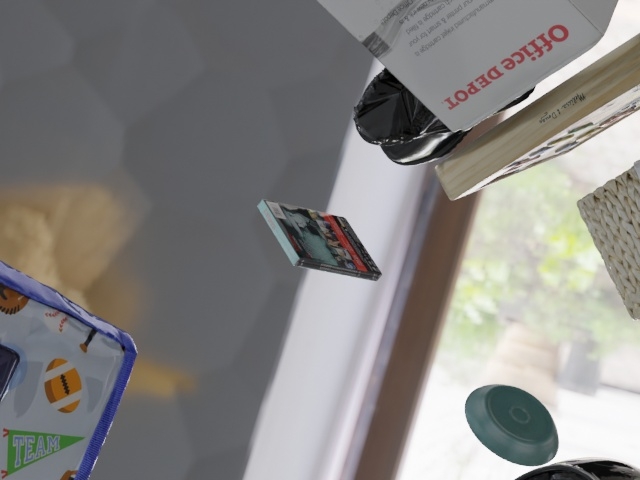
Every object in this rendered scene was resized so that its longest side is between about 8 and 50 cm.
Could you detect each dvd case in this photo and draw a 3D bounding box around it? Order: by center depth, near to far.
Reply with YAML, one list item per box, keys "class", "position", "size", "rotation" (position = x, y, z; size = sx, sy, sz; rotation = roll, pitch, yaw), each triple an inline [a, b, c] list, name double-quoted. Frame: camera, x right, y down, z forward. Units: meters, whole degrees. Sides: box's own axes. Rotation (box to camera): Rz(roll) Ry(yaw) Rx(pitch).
- class: "dvd case"
  position: [0.000, 0.000, 1.524]
  size: [0.119, 0.013, 0.087]
  rotation: [13, -145, -45]

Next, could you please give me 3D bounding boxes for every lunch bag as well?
- class: "lunch bag"
  position: [-0.405, 0.172, 1.433]
  size: [0.328, 0.385, 0.239]
  rotation: [31, -162, -37]

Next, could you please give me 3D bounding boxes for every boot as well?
- class: "boot"
  position: [0.103, -0.148, 1.758]
  size: [0.207, 0.094, 0.246]
  rotation: [-13, 170, -46]

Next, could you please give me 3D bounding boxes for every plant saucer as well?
- class: "plant saucer"
  position: [0.221, 0.203, 1.726]
  size: [0.119, 0.119, 0.021]
  rotation: [20, 128, -10]

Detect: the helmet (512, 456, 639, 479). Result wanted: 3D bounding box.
- class: "helmet"
  position: [0.235, 0.269, 1.324]
  size: [0.169, 0.169, 0.161]
  rotation: [5, 166, 40]

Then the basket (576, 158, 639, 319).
- class: "basket"
  position: [0.378, 0.001, 1.729]
  size: [0.103, 0.167, 0.113]
  rotation: [-29, 165, 26]

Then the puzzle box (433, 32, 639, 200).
- class: "puzzle box"
  position: [0.356, -0.180, 1.836]
  size: [0.272, 0.052, 0.409]
  rotation: [-23, 173, -43]

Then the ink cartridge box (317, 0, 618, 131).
- class: "ink cartridge box"
  position: [0.118, -0.288, 1.509]
  size: [0.307, 0.129, 0.223]
  rotation: [43, 137, -14]
